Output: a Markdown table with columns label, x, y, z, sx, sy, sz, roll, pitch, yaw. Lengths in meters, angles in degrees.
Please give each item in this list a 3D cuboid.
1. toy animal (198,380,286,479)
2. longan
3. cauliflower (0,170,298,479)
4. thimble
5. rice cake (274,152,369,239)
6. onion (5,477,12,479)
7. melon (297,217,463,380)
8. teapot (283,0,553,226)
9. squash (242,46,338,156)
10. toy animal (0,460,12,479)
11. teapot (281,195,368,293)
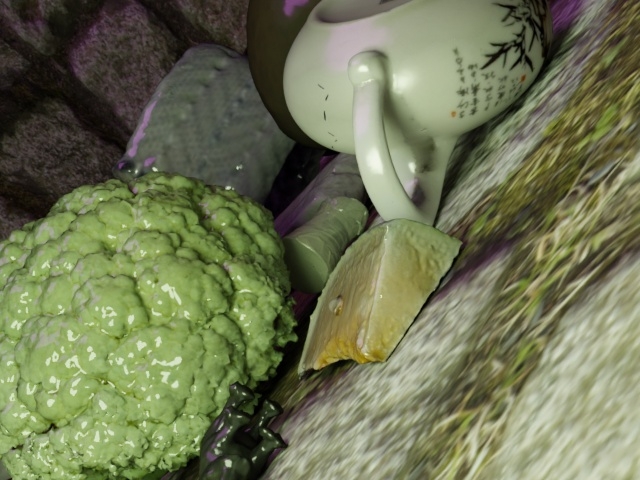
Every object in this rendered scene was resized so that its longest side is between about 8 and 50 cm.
| label | x | y | z | sx | sy | sz | roll | pitch | yaw |
| --- | --- | --- | --- | --- | --- | --- | --- | --- | --- |
| toy animal | -0.057 | 0.141 | 1.060 | 0.065 | 0.047 | 0.136 | -54 | 9 | 9 |
| longan | 0.035 | -0.202 | 1.562 | 0.248 | 0.248 | 0.248 | -49 | 8 | 9 |
| cauliflower | -0.136 | 0.094 | 1.275 | 0.275 | 0.250 | 0.272 | -20 | 47 | -11 |
| thimble | -0.098 | -0.077 | 1.697 | 0.245 | 0.157 | 0.217 | -51 | -21 | -54 |
| rice cake | -0.050 | 0.026 | 1.540 | 0.298 | 0.050 | 0.106 | -45 | 9 | 36 |
| onion | -0.248 | 0.249 | 1.383 | 0.119 | 0.118 | 0.117 | -53 | 30 | -18 |
| melon | 0.027 | 0.045 | 1.086 | 0.098 | 0.054 | 0.182 | -68 | 12 | -14 |
| teapot | 0.071 | -0.120 | 1.234 | 0.208 | 0.166 | 0.300 | -2 | 39 | 20 |
| squash | 0.019 | -0.215 | 1.867 | 0.252 | 0.165 | 0.252 | -46 | 7 | 8 |
| toy animal | -0.309 | 0.160 | 2.013 | 0.357 | 0.194 | 0.258 | -36 | -19 | -11 |
| teapot | 0.000 | 0.000 | 1.371 | 0.067 | 0.057 | 0.083 | -3 | 34 | 44 |
